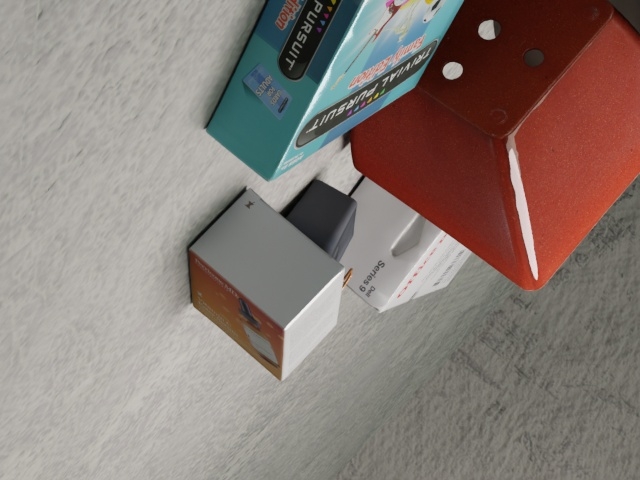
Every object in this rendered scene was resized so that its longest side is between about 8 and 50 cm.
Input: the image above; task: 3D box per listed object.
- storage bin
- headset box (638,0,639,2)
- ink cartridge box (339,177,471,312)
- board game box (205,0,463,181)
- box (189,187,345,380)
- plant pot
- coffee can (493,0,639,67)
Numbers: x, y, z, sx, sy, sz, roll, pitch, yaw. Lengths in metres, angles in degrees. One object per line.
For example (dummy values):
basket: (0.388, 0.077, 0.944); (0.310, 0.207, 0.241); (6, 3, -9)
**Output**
storage bin: (0.000, 0.000, 1.917); (0.091, 0.098, 0.135); (-58, 170, -18)
headset box: (0.349, -0.371, 1.697); (0.283, 0.246, 0.131); (-43, 166, -28)
ink cartridge box: (0.133, -0.039, 2.179); (0.211, 0.121, 0.289); (-54, 167, 15)
board game box: (0.060, -0.232, 1.464); (0.254, 0.079, 0.336); (-36, 161, -48)
box: (-0.056, 0.048, 1.748); (0.091, 0.130, 0.170); (-46, 166, -17)
plant pot: (0.187, -0.159, 1.772); (0.267, 0.267, 0.236); (-48, 154, -10)
coffee can: (0.348, -0.279, 2.054); (0.201, 0.201, 0.275); (-57, 166, 28)
